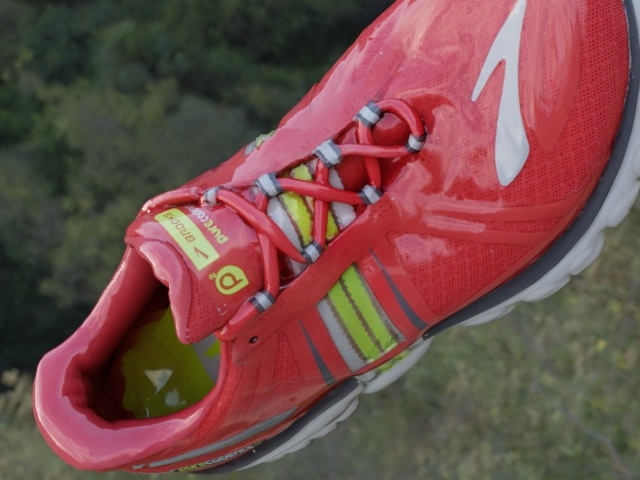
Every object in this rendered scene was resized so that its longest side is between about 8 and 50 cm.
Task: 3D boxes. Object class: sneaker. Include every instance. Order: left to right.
[{"bbox_3d":[0.000,0.000,0.599,0.279,0.118,0.107,-48,63,33],"label":"sneaker"}]
